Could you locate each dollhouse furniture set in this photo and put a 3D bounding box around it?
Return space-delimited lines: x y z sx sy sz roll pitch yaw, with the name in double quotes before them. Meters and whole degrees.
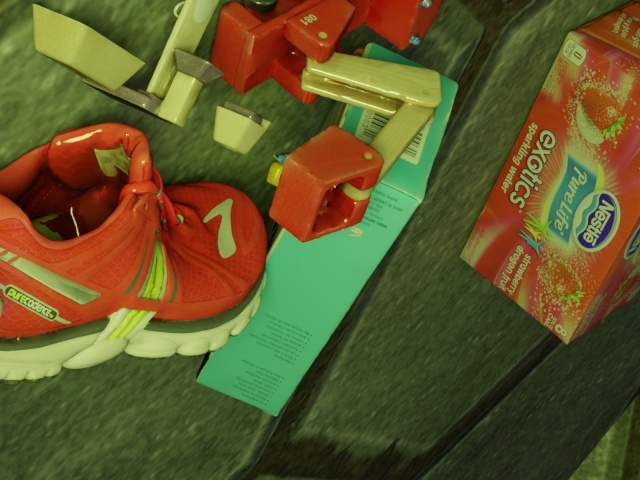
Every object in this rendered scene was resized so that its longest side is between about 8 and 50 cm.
"dollhouse furniture set" -0.073 -0.104 0.868 0.081 0.091 0.114 -65 157 -2

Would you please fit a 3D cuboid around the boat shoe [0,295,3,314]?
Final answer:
"boat shoe" -0.283 0.103 0.795 0.319 0.099 0.116 -42 -161 8

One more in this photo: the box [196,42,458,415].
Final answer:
"box" 0.000 0.000 1.099 0.244 0.060 0.100 121 -9 -50

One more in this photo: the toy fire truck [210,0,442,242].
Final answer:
"toy fire truck" 0.017 -0.091 0.975 0.192 0.135 0.047 -34 154 -37

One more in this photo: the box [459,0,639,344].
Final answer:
"box" 0.235 -0.057 1.500 0.123 0.128 0.257 -30 152 -44

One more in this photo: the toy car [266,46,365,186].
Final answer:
"toy car" 0.014 -0.067 1.125 0.040 0.060 0.122 4 124 -53

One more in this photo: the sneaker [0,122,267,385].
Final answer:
"sneaker" -0.102 -0.005 0.938 0.279 0.107 0.118 -17 133 -59
